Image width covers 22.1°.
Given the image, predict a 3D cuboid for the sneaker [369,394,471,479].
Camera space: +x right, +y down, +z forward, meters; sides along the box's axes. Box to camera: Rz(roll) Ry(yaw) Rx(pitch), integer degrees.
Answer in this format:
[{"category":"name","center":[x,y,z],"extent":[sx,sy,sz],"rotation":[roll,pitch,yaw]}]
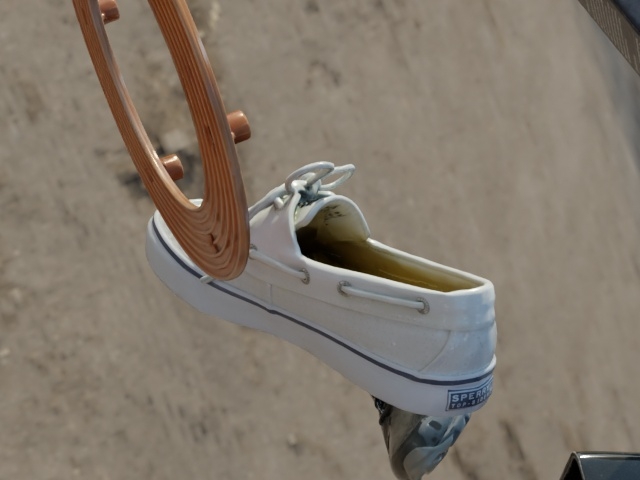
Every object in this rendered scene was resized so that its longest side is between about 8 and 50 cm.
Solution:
[{"category":"sneaker","center":[0.076,0.146,1.563],"extent":[0.106,0.101,0.267],"rotation":[37,15,-8]}]

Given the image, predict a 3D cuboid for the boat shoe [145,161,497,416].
[{"category":"boat shoe","center":[-0.005,0.002,1.338],"extent":[0.135,0.367,0.157],"rotation":[-15,121,-41]}]

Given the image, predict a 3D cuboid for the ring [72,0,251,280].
[{"category":"ring","center":[-0.121,-0.129,1.212],"extent":[0.337,0.032,0.337],"rotation":[56,-20,34]}]

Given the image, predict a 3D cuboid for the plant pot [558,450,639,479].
[{"category":"plant pot","center":[0.278,0.272,1.253],"extent":[0.187,0.167,0.188],"rotation":[96,-15,-57]}]

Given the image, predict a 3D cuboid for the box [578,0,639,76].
[{"category":"box","center":[0.338,-0.224,1.489],"extent":[0.207,0.153,0.108],"rotation":[58,1,28]}]
